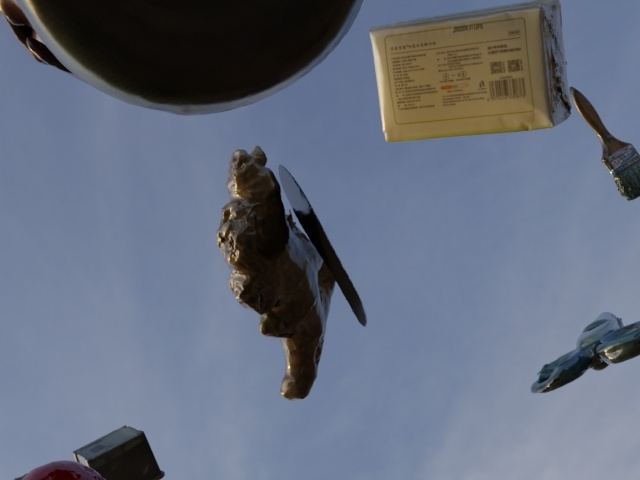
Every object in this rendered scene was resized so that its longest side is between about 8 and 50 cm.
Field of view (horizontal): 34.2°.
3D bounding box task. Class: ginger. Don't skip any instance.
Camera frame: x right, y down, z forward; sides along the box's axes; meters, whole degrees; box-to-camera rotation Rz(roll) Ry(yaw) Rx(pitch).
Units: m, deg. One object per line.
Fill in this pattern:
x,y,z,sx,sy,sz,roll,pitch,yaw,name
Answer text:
-0.043,0.039,1.237,0.166,0.080,0.333,-55,-44,-30,ginger

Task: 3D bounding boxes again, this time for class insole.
0.001,0.000,1.148,0.003,0.232,0.080,-22,-34,-13,insole

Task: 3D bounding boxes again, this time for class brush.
0.431,-0.151,1.567,0.070,0.196,0.021,-29,-10,-24,brush

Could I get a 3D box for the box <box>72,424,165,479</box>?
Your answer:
-0.230,0.254,1.175,0.085,0.060,0.063,-23,-77,-31,box

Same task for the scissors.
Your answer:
0.292,0.105,1.077,0.138,0.041,0.289,-31,-5,18,scissors

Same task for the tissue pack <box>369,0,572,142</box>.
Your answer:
0.199,-0.220,1.361,0.234,0.125,0.159,-3,-76,26,tissue pack

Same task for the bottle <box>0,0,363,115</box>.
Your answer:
-0.074,-0.142,0.456,0.156,0.271,0.143,-30,-70,-7,bottle

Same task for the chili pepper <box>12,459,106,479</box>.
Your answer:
-0.067,0.192,0.308,0.137,0.368,0.092,7,-49,-37,chili pepper
